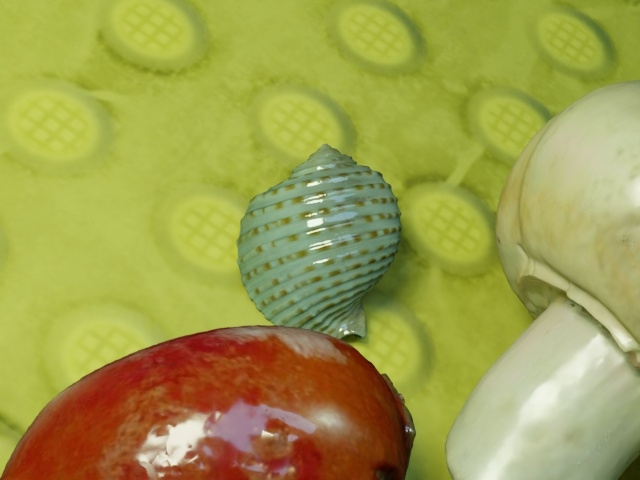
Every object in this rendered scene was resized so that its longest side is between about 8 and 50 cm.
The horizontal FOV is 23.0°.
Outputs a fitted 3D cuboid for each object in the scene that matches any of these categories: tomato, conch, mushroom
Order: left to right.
[{"bbox_3d":[-0.060,0.153,1.065,0.309,0.170,0.309,14,49,-17],"label":"tomato"},{"bbox_3d":[0.001,-0.005,1.271,0.135,0.102,0.153,0,54,-7],"label":"conch"},{"bbox_3d":[0.274,0.060,1.231,0.353,0.353,0.325,34,26,2],"label":"mushroom"}]
